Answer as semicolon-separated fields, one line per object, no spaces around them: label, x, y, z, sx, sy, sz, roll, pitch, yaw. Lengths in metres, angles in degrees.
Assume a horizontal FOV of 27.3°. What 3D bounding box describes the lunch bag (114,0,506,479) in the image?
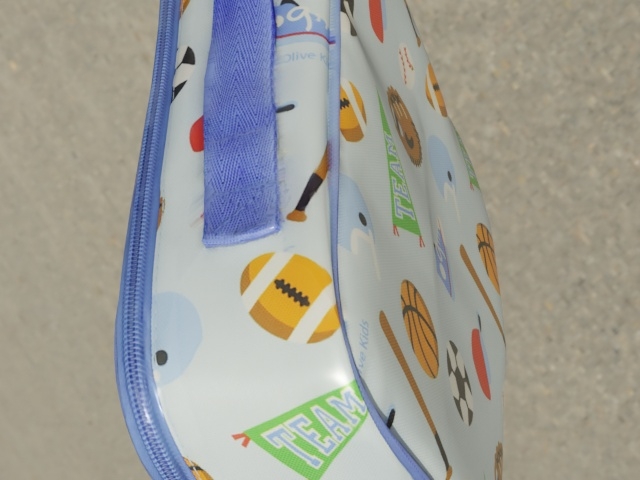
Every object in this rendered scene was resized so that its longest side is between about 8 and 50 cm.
lunch bag;0.000;0.000;0.581;0.243;0.115;0.303;58;-157;-46
